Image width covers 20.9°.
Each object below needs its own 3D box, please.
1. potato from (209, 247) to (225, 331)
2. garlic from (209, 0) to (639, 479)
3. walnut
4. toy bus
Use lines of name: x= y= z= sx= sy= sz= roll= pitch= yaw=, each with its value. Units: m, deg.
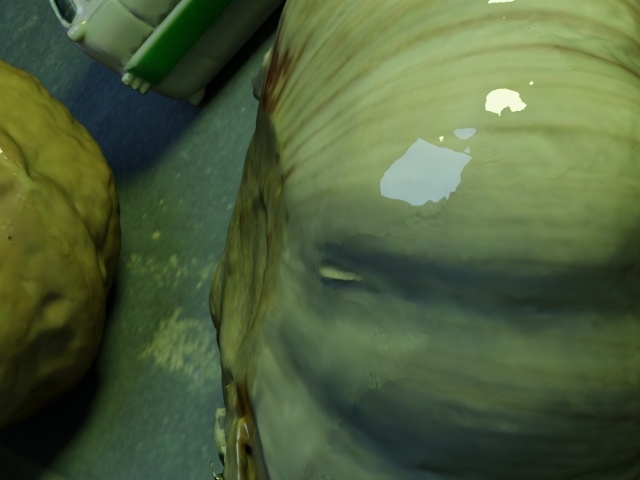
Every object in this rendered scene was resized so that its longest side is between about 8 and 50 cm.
potato: x=0.000 y=0.000 z=1.028 sx=0.170 sy=0.080 sz=0.107 roll=-54 pitch=36 yaw=4
garlic: x=0.062 y=0.003 z=0.804 sx=0.322 sy=0.241 sz=0.321 roll=-10 pitch=78 yaw=51
walnut: x=-0.292 y=0.015 z=1.225 sx=0.344 sy=0.306 sz=0.306 roll=-27 pitch=46 yaw=50
toy bus: x=-0.068 y=-0.255 z=1.246 sx=0.305 sy=0.143 sz=0.179 roll=-45 pitch=40 yaw=22
